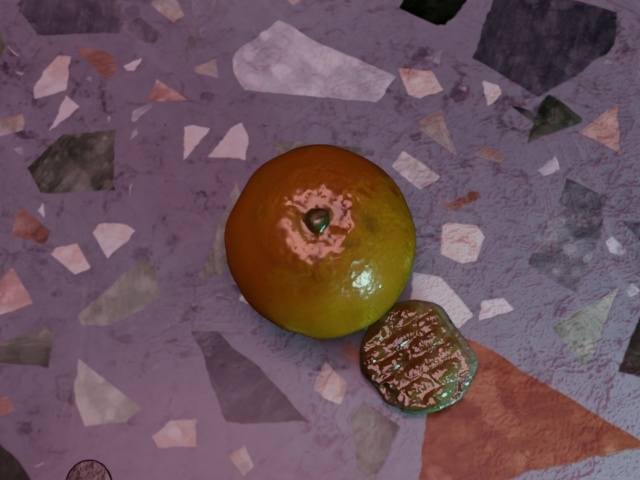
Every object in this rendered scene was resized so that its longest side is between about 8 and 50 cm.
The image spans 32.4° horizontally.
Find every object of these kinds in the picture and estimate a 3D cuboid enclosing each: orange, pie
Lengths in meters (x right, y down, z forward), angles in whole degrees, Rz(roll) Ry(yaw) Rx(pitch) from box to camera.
[{"bbox_3d":[0.000,0.000,1.759,0.312,0.312,0.312,-1,70,3],"label":"orange"},{"bbox_3d":[0.155,0.193,1.809,0.195,0.046,0.195,-1,69,2],"label":"pie"}]

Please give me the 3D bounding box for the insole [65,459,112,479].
[{"bbox_3d":[-0.347,0.507,1.744,0.111,0.007,0.327,-15,70,-3],"label":"insole"}]
